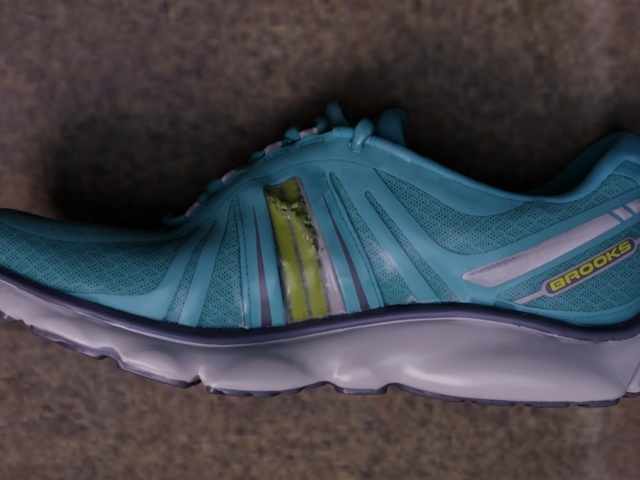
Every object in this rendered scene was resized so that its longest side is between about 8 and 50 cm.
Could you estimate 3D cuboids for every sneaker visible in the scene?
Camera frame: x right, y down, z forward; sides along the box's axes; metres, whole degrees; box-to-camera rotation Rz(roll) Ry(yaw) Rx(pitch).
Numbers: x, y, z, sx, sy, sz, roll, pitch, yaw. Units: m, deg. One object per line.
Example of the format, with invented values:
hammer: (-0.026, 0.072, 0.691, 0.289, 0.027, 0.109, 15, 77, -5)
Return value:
sneaker: (0.000, 0.000, 0.521, 0.275, 0.107, 0.110, 1, 96, -3)
